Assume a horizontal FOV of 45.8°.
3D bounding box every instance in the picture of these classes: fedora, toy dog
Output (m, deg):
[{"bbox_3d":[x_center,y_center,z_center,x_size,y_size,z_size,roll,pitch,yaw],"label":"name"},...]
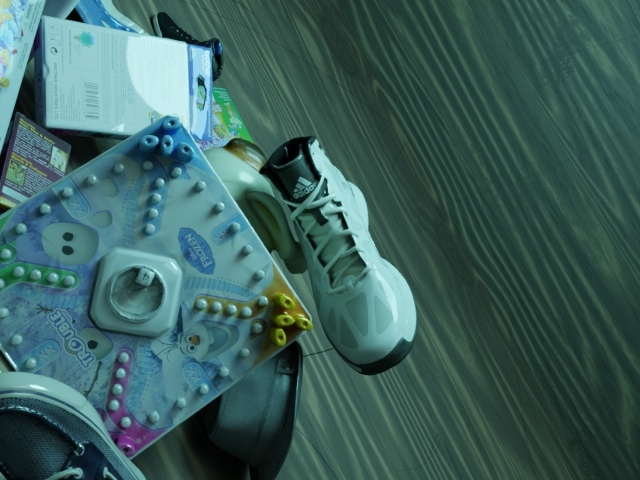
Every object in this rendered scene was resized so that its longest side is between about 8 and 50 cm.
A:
[{"bbox_3d":[-0.123,0.277,1.302,0.124,0.243,0.275,19,42,-11],"label":"fedora"},{"bbox_3d":[-0.214,-0.018,1.388,0.395,0.284,0.408,36,30,-8],"label":"toy dog"}]

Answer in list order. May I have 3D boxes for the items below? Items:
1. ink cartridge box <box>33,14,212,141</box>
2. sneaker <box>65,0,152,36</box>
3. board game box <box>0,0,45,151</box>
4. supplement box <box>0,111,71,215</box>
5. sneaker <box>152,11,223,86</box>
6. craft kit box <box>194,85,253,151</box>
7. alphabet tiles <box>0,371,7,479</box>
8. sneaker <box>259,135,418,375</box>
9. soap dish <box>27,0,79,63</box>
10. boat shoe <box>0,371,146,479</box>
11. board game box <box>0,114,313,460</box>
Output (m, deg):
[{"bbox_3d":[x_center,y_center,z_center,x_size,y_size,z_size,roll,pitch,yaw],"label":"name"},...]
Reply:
[{"bbox_3d":[-0.337,-0.269,1.328,0.311,0.065,0.185,0,85,-35],"label":"ink cartridge box"},{"bbox_3d":[-0.438,-0.386,1.500,0.330,0.130,0.147,47,48,-30],"label":"sneaker"},{"bbox_3d":[-0.533,-0.272,1.057,0.233,0.078,0.347,37,56,-56],"label":"board game box"},{"bbox_3d":[-0.462,-0.090,1.175,0.104,0.081,0.188,35,36,-40],"label":"supplement box"},{"bbox_3d":[-0.299,-0.467,1.791,0.217,0.121,0.079,61,25,1],"label":"sneaker"},{"bbox_3d":[-0.248,-0.237,1.733,0.250,0.061,0.246,-18,82,-63],"label":"craft kit box"},{"bbox_3d":[-0.488,0.212,0.898,0.284,0.021,0.278,60,26,-1],"label":"alphabet tiles"},{"bbox_3d":[-0.001,0.000,1.249,0.257,0.169,0.447,46,18,-45],"label":"sneaker"},{"bbox_3d":[-0.551,-0.445,1.232,0.291,0.229,0.118,32,19,-43],"label":"soap dish"},{"bbox_3d":[-0.299,0.306,0.911,0.340,0.127,0.158,61,4,-42],"label":"boat shoe"},{"bbox_3d":[-0.262,0.075,1.085,0.390,0.390,0.050,57,-14,-7],"label":"board game box"}]
